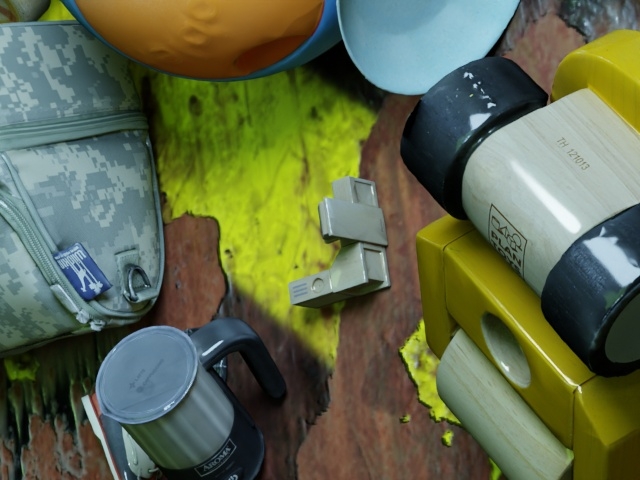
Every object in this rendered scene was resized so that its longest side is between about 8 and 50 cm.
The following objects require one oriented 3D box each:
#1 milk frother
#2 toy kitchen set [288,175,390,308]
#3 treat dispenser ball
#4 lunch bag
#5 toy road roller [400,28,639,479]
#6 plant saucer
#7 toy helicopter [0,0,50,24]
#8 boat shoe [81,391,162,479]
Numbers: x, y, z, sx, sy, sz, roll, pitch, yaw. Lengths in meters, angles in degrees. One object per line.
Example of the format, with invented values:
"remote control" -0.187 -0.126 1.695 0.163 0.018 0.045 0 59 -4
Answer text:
"milk frother" -0.114 0.109 1.484 0.143 0.135 0.129 23 67 36
"toy kitchen set" 0.000 0.000 1.451 0.075 0.068 0.083 -19 71 36
"treat dispenser ball" -0.075 -0.260 1.411 0.288 0.288 0.288 -7 79 38
"lunch bag" -0.282 -0.025 1.606 0.305 0.212 0.256 -18 89 37
"toy road roller" 0.205 0.013 1.212 0.202 0.240 0.329 50 158 35
"plant saucer" 0.072 -0.199 1.343 0.037 0.195 0.195 29 101 41
"toy helicopter" -0.375 -0.252 1.648 0.355 0.235 0.140 15 55 35
"boat shoe" -0.152 0.177 1.564 0.043 0.049 0.137 -22 64 -7
